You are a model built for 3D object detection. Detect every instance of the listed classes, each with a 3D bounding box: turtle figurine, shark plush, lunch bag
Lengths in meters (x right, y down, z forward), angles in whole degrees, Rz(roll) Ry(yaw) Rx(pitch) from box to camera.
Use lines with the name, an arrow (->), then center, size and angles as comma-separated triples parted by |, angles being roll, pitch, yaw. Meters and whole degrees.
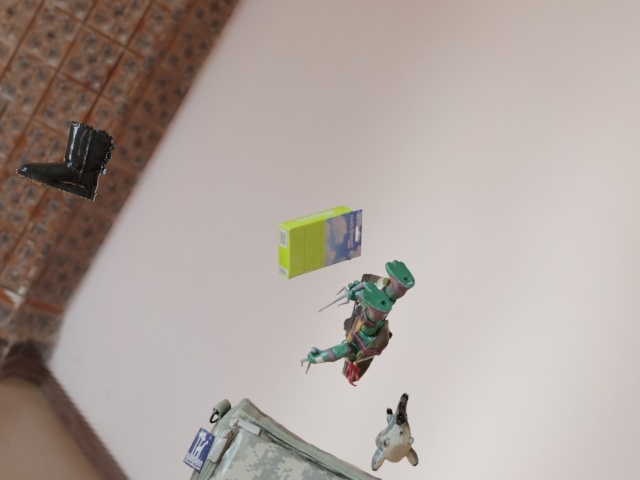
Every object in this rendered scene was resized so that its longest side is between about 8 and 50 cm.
turtle figurine -> 0.063, 0.137, 1.714 | 0.118, 0.234, 0.175 | 29, 46, -6
shark plush -> 0.101, 0.278, 1.548 | 0.161, 0.073, 0.067 | 82, -5, -49
lunch bag -> -0.040, 0.362, 1.322 | 0.305, 0.256, 0.212 | 28, 22, 4

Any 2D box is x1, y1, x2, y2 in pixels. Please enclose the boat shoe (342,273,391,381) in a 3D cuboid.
boat shoe -> 0.084, 0.175, 2.147 | 0.073, 0.224, 0.080 | 19, 2, 27

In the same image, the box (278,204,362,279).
box -> 0.000, 0.000, 2.041 | 0.178, 0.109, 0.042 | -17, 30, -34

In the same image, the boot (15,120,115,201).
boot -> -0.349, -0.116, 1.455 | 0.121, 0.099, 0.045 | 18, -5, -20
